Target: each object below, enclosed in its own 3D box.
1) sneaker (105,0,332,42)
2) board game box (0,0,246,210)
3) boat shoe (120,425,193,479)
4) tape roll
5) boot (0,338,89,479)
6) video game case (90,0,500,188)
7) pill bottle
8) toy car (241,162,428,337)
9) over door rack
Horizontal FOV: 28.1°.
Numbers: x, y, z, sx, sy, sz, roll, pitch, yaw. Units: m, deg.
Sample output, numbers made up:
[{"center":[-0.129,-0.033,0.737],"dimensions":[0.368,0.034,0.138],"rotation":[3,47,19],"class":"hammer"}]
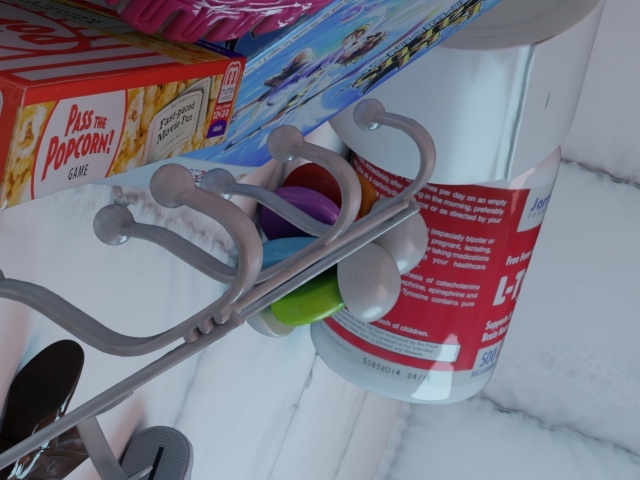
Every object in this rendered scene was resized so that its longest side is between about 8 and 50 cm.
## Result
[{"center":[-0.078,-0.163,0.488],"dimensions":[0.252,0.103,0.111],"rotation":[21,51,-42],"class":"sneaker"},{"center":[-0.133,-0.069,0.504],"dimensions":[0.193,0.147,0.045],"rotation":[-34,142,-69],"class":"board game box"},{"center":[-0.154,0.265,1.043],"dimensions":[0.076,0.083,0.226],"rotation":[84,28,-59],"class":"boat shoe"},{"center":[0.119,-0.193,1.123],"dimensions":[0.169,0.246,0.246],"rotation":[92,22,-52],"class":"tape roll"},{"center":[-0.172,0.118,0.855],"dimensions":[0.106,0.037,0.114],"rotation":[-56,163,-2],"class":"boot"},{"center":[-0.008,-0.126,0.790],"dimensions":[0.269,0.061,0.244],"rotation":[-34,173,12],"class":"video game case"},{"center":[0.137,-0.039,1.451],"dimensions":[0.229,0.229,0.407],"rotation":[-44,151,-62],"class":"pill bottle"},{"center":[0.000,0.000,1.201],"dimensions":[0.136,0.159,0.182],"rotation":[63,36,-22],"class":"toy car"},{"center":[-0.105,0.052,0.671],"dimensions":[0.324,0.108,0.239],"rotation":[-45,172,27],"class":"over door rack"}]
